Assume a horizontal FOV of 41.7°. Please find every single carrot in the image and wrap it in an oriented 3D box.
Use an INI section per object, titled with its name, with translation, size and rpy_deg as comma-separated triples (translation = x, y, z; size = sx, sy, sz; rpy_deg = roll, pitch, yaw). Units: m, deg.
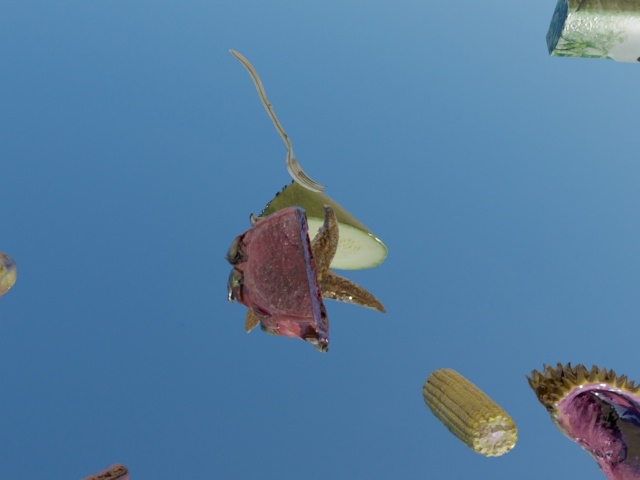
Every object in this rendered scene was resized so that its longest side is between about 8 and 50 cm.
[carrot]
translation = -0.336, 0.355, 1.219
size = 0.037, 0.037, 0.190
rpy_deg = 37, -172, 17

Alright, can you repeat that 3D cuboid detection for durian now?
[durian]
translation = 0.449, 0.283, 1.365
size = 0.260, 0.154, 0.186
rpy_deg = 48, 171, -24

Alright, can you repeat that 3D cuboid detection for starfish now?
[starfish]
translation = -0.025, 0.063, 1.326
size = 0.277, 0.236, 0.062
rpy_deg = 37, 168, -23

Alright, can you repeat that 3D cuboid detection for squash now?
[squash]
translation = 0.000, 0.000, 1.890
size = 0.260, 0.189, 0.189
rpy_deg = 42, -145, 9

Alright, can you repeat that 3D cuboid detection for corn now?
[corn]
translation = 0.222, 0.261, 1.298
size = 0.081, 0.081, 0.248
rpy_deg = 17, -176, -13

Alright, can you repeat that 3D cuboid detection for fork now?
[fork]
translation = -0.062, -0.153, 1.104
size = 0.219, 0.028, 0.034
rpy_deg = 58, -151, -12

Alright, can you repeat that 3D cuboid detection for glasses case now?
[glasses case]
translation = 0.443, -0.277, 1.097
size = 0.272, 0.095, 0.062
rpy_deg = 3, -127, 0

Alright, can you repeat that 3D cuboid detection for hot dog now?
[hot dog]
translation = -0.397, 0.041, 1.007
size = 0.066, 0.215, 0.047
rpy_deg = -40, -84, -16

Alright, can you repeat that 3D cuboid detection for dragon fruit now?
[dragon fruit]
translation = -0.049, 0.042, 0.815
size = 0.096, 0.102, 0.147
rpy_deg = -12, -102, 0
